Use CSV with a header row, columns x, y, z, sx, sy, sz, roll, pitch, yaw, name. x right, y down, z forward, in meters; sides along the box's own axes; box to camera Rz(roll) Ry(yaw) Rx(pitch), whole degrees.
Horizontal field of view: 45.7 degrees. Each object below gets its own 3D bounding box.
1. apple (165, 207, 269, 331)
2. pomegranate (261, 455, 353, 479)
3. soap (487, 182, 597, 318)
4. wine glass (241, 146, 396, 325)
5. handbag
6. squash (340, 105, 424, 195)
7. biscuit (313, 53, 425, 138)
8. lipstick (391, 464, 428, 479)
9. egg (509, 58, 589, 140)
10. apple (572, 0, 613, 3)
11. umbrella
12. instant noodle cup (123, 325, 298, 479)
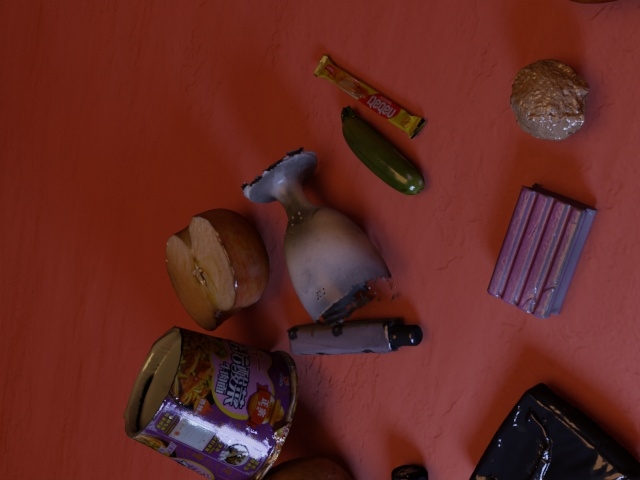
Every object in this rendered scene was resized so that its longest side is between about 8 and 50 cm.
x,y,z,sx,sy,sz,roll,pitch,yaw,name
-0.212,0.054,1.739,0.293,0.163,0.251,-31,82,54,apple
-0.033,0.588,1.578,0.281,0.281,0.281,6,99,41,pomegranate
0.369,0.019,1.278,0.122,0.066,0.203,29,114,36,soap
-0.005,-0.001,1.532,0.190,0.190,0.357,-47,66,35,wine glass
0.394,0.407,1.294,0.244,0.088,0.275,41,123,34,handbag
0.109,-0.172,1.488,0.252,0.066,0.066,47,123,29,squash
0.093,-0.288,1.515,0.292,0.026,0.048,39,100,31,biscuit
0.187,0.595,1.504,0.081,0.081,0.299,-2,94,42,lipstick
0.367,-0.224,1.218,0.140,0.116,0.118,63,158,17,egg
0.422,-0.453,1.108,0.235,0.173,0.210,23,115,47,apple
0.065,0.200,1.572,0.337,0.067,0.073,-10,102,42,umbrella
-0.244,0.345,1.638,0.340,0.266,0.339,-43,31,33,instant noodle cup
